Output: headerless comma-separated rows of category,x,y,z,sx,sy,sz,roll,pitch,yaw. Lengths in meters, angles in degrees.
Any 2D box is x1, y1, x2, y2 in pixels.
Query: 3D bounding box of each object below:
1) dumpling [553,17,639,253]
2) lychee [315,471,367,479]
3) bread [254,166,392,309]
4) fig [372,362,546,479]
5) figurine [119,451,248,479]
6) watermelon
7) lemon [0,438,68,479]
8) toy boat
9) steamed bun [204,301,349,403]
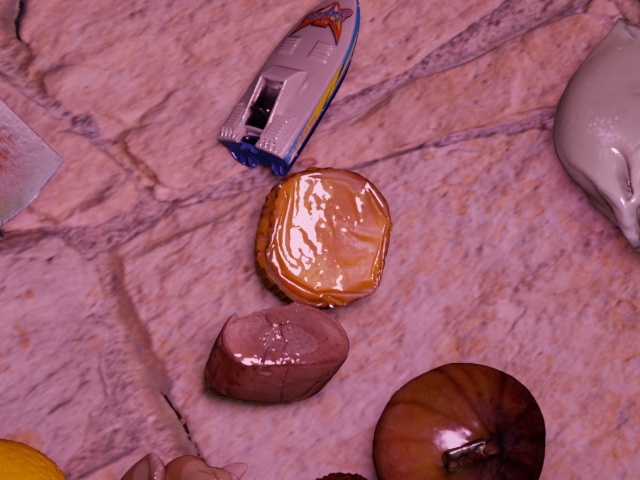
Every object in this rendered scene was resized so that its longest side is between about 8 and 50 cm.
dumpling,0.472,-0.147,1.497,0.270,0.212,0.320,33,86,-4
lychee,0.021,0.400,1.335,0.188,0.188,0.188,2,78,-8
bread,-0.001,0.000,1.449,0.199,0.104,0.199,2,82,-12
fig,0.189,0.276,1.373,0.235,0.214,0.235,20,58,-35
figurine,-0.183,0.377,1.317,0.173,0.177,0.247,24,98,-39
watermelon,-0.530,-0.174,1.322,0.387,0.258,0.228,37,73,5
lemon,-0.402,0.351,1.249,0.228,0.228,0.253,-21,75,-12
toy boat,-0.027,-0.240,1.485,0.129,0.088,0.295,20,73,37
steamed bun,-0.062,0.151,1.387,0.175,0.145,0.106,-1,60,-21
